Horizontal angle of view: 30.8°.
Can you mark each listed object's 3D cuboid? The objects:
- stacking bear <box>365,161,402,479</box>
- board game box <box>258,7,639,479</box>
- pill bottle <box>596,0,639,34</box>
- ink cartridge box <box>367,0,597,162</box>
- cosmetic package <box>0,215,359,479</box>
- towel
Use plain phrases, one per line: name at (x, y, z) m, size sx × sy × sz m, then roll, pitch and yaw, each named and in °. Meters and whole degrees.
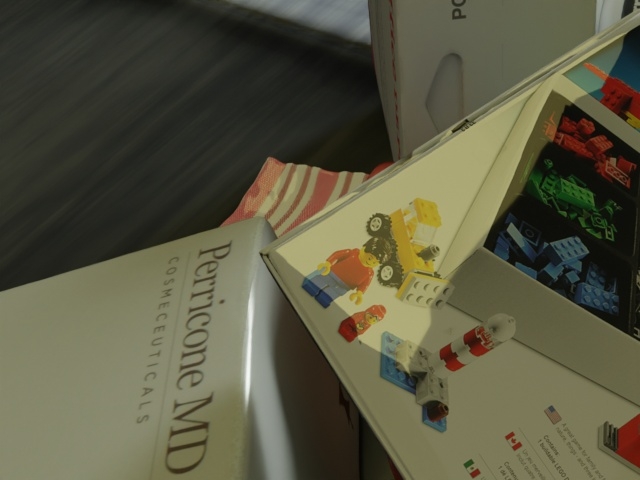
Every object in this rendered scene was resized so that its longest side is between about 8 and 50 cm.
stacking bear at (0.176, 0.021, 0.568) m, size 0.289 × 0.164 × 0.175 m, roll -7°, pitch 39°, yaw 18°
board game box at (0.137, 0.078, 0.446) m, size 0.193 × 0.053 × 0.305 m, roll -32°, pitch 70°, yaw -4°
pill bottle at (0.250, -0.138, 0.766) m, size 0.184 × 0.103 × 0.103 m, roll 9°, pitch 47°, yaw 40°
ink cartridge box at (0.095, -0.158, 0.781) m, size 0.117 × 0.207 × 0.283 m, roll -6°, pitch 34°, yaw 0°
cosmetic package at (-0.213, 0.169, 0.606) m, size 0.453 × 0.161 × 0.230 m, roll -16°, pitch 35°, yaw 13°
towel at (0.000, 0.000, 0.810) m, size 0.197 × 0.029 × 0.144 m, roll 8°, pitch 47°, yaw 39°
